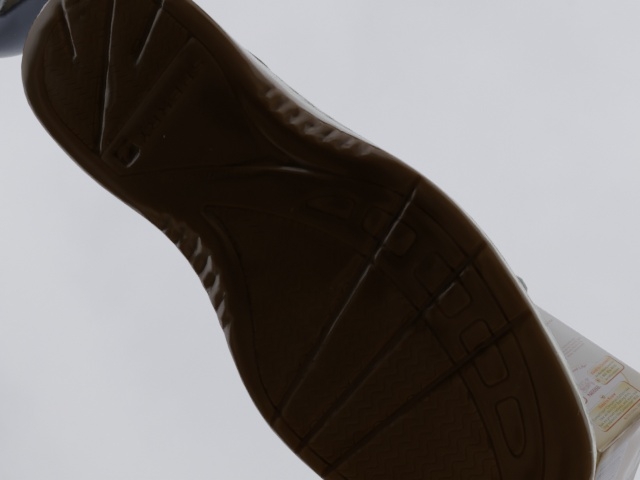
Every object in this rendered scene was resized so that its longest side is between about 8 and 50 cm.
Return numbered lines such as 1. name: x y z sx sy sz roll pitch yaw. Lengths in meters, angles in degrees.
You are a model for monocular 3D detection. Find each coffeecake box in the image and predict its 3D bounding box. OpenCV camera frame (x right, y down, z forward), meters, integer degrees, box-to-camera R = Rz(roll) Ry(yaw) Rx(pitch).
1. coffeecake box: 0.101 0.103 0.737 0.185 0.068 0.142 35 -39 30

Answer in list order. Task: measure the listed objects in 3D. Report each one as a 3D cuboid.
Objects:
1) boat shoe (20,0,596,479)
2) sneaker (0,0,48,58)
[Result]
1. boat shoe: 0.000 0.000 0.469 0.104 0.089 0.285 -44 -109 10
2. sneaker: -0.152 -0.227 0.631 0.112 0.131 0.319 40 -56 21
